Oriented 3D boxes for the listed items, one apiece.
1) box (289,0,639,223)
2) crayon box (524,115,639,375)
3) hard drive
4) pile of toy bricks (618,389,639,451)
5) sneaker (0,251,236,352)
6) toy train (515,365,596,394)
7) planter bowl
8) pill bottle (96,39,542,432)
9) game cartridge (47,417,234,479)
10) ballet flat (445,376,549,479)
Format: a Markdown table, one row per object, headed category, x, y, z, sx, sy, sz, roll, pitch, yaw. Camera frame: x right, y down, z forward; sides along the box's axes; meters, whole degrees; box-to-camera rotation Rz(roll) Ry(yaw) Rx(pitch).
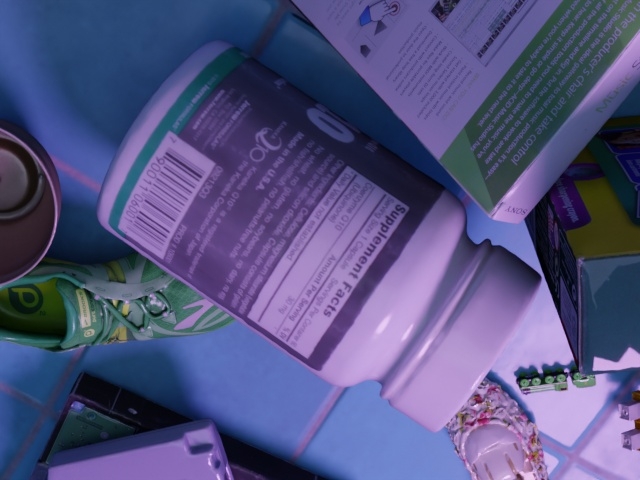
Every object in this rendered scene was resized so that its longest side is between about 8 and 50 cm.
| category | x | y | z | sx | sy | sz | roll | pitch | yaw |
| --- | --- | --- | --- | --- | --- | --- | --- | --- | --- |
| box | 0.128 | -0.203 | 1.079 | 0.232 | 0.058 | 0.322 | -52 | 55 | 21 |
| crayon box | 0.344 | -0.018 | 1.085 | 0.313 | 0.363 | 0.106 | -4 | 110 | 4 |
| hard drive | -0.148 | 0.309 | 1.370 | 0.338 | 0.064 | 0.237 | 24 | 108 | -7 |
| pile of toy bricks | 0.359 | 0.107 | 1.274 | 0.105 | 0.118 | 0.212 | -12 | 101 | -28 |
| sneaker | -0.205 | 0.065 | 1.257 | 0.295 | 0.123 | 0.110 | -7 | 108 | 3 |
| toy train | 0.242 | 0.144 | 1.326 | 0.083 | 0.017 | 0.024 | -8 | 119 | 5 |
| planter bowl | -0.319 | -0.049 | 1.231 | 0.162 | 0.109 | 0.162 | 0 | 109 | 1 |
| pill bottle | 0.000 | 0.000 | 1.154 | 0.361 | 0.204 | 0.204 | 35 | 107 | 3 |
| game cartridge | -0.163 | 0.331 | 1.319 | 0.196 | 0.060 | 0.294 | -14 | 108 | 3 |
| ballet flat | 0.198 | 0.247 | 1.330 | 0.091 | 0.077 | 0.241 | -26 | 105 | 11 |
